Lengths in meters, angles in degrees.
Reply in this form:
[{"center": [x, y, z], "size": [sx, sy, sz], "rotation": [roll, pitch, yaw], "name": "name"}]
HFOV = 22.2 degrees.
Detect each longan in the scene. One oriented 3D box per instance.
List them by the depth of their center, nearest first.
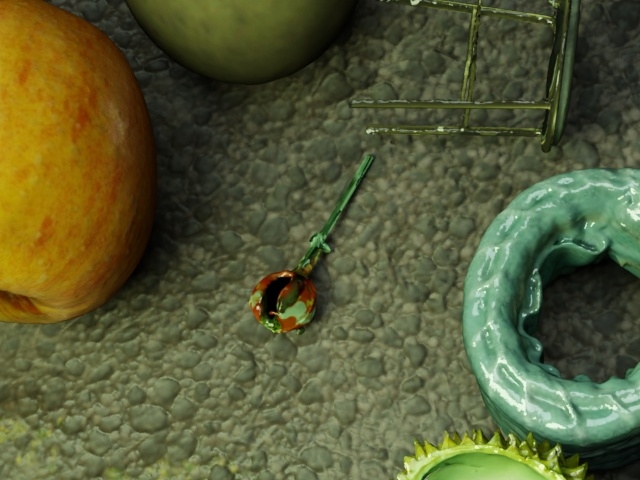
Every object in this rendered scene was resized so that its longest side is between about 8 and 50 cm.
[{"center": [-0.064, -0.249, 1.393], "size": [0.246, 0.246, 0.215], "rotation": [36, 42, 23], "name": "longan"}]

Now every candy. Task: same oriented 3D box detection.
[{"center": [0.000, 0.000, 1.391], "size": [0.056, 0.049, 0.184], "rotation": [25, 68, 14], "name": "candy"}]

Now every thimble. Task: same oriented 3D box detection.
[{"center": [0.216, 0.058, 1.257], "size": [0.198, 0.143, 0.235], "rotation": [19, 75, 18], "name": "thimble"}]

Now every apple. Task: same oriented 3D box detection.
[{"center": [-0.271, -0.076, 1.339], "size": [0.299, 0.299, 0.275], "rotation": [10, 74, 16], "name": "apple"}]

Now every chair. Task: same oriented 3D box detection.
[{"center": [0.195, -0.157, 1.341], "size": [0.326, 0.160, 0.170], "rotation": [5, 84, 6], "name": "chair"}]

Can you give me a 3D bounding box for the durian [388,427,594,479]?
[{"center": [0.127, 0.255, 1.178], "size": [0.200, 0.176, 0.236], "rotation": [-9, 78, -9], "name": "durian"}]
